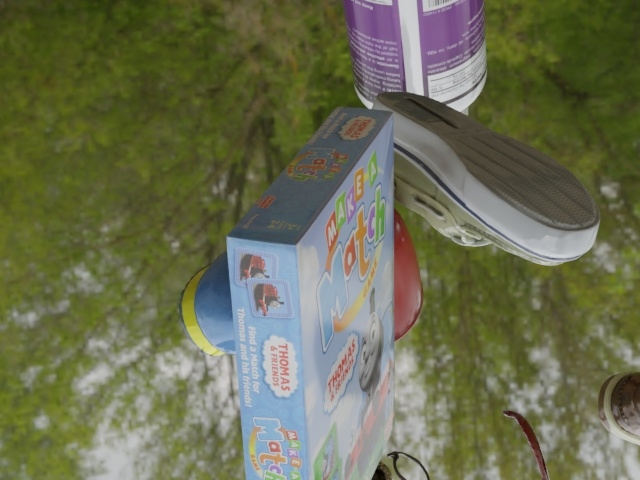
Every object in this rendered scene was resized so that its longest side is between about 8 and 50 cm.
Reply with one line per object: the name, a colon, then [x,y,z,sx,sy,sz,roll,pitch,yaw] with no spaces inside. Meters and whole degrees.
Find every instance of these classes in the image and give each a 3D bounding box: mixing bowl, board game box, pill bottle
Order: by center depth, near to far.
board game box: [0.002,0.057,0.589,0.039,0.211,0.160,6,-151,18]
mixing bowl: [0.015,0.009,1.055,0.182,0.098,0.181,4,-139,-4]
pill bottle: [0.123,-0.281,1.453,0.182,0.323,0.181,-5,-135,5]

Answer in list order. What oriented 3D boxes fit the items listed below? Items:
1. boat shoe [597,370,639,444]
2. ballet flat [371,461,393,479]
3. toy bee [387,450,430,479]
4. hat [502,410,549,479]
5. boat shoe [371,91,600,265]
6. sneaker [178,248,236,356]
boat shoe: [0.408,0.185,1.102,0.258,0.095,0.095,10,164,-14]
ballet flat: [-0.091,0.450,1.761,0.483,0.182,0.164,-16,-130,-26]
toy bee: [0.031,0.395,1.411,0.162,0.195,0.298,-45,150,25]
hat: [0.215,0.252,0.884,0.173,0.208,0.183,-5,-125,-21]
boat shoe: [0.140,-0.046,1.020,0.109,0.094,0.302,-5,-151,-27]
sneaker: [0.000,0.000,0.703,0.082,0.069,0.209,-18,-161,40]
